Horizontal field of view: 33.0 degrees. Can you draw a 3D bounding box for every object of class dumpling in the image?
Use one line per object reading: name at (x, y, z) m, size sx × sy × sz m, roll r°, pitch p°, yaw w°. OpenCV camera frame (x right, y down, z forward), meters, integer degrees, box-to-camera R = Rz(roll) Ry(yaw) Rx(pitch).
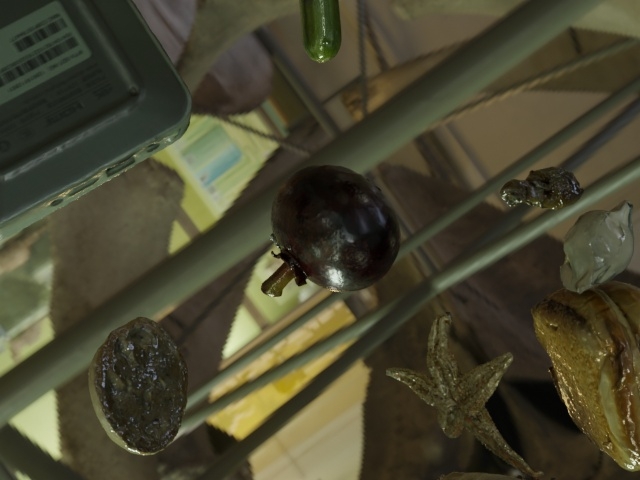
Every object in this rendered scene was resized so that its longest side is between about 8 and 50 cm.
dumpling at (0.442, 0.010, 1.760) m, size 0.127 × 0.108 × 0.188 m, roll -21°, pitch -143°, yaw 60°

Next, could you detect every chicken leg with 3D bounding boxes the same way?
chicken leg at (0.370, -0.086, 1.848) m, size 0.198 × 0.085 × 0.069 m, roll -9°, pitch 153°, yaw -44°

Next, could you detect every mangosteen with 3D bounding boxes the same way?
mangosteen at (0.000, 0.000, 1.820) m, size 0.261 × 0.235 × 0.235 m, roll -43°, pitch -177°, yaw -5°

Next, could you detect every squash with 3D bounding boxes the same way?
squash at (-0.005, -0.391, 1.676) m, size 0.066 × 0.228 × 0.066 m, roll -7°, pitch -167°, yaw 2°

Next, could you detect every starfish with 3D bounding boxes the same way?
starfish at (0.214, 0.225, 1.576) m, size 0.048 × 0.295 × 0.231 m, roll -25°, pitch 139°, yaw -35°

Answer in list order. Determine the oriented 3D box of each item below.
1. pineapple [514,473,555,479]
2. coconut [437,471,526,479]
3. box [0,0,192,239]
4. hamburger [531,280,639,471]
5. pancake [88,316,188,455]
pineapple at (0.479, 0.565, 1.964) m, size 0.262 × 0.272 × 0.262 m, roll -168°, pitch -90°, yaw -76°
coconut at (0.255, 0.512, 1.586) m, size 0.346 × 0.360 × 0.346 m, roll -16°, pitch -145°, yaw 11°
box at (-0.446, -0.245, 1.648) m, size 0.396 × 0.396 × 0.111 m, roll -32°, pitch 171°, yaw -11°
hamburger at (0.483, 0.214, 1.791) m, size 0.174 × 0.304 × 0.284 m, roll -20°, pitch -161°, yaw -16°
pancake at (-0.193, 0.159, 1.182) m, size 0.025 × 0.151 × 0.151 m, roll -16°, pitch -166°, yaw 35°
